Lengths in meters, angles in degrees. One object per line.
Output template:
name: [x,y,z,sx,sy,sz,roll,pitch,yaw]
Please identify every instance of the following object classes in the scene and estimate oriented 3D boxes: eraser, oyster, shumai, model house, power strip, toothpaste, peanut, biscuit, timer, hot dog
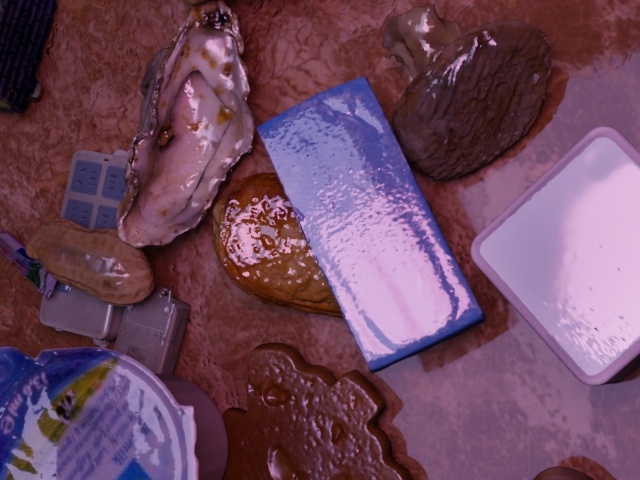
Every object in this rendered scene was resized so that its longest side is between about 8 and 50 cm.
eraser: [0.053,-0.021,1.183,0.144,0.042,0.312,-25,79,2]
oyster: [-0.171,-0.157,1.348,0.166,0.110,0.342,3,85,-15]
shumai: [0.157,-0.186,1.227,0.210,0.161,0.153,-61,43,29]
model house: [-0.481,-0.290,1.482,0.211,0.170,0.194,19,72,-20]
power strip: [-0.300,0.007,1.423,0.117,0.046,0.271,11,89,22]
toothpaste: [-0.408,0.025,1.452,0.170,0.028,0.045,32,101,38]
power strip: [-0.237,0.190,1.373,0.078,0.052,0.272,14,90,22]
peanut: [-0.292,0.022,1.347,0.194,0.083,0.093,24,88,23]
biscuit: [-0.040,0.278,1.288,0.301,0.043,0.278,-45,70,14]
timer: [0.300,0.023,1.104,0.192,0.195,0.194,-44,70,11]
hot dog: [0.002,0.001,1.266,0.258,0.114,0.175,8,85,8]

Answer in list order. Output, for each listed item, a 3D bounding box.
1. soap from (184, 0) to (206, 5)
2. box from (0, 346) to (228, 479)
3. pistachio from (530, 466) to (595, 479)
soap: [-0.114,-0.523,1.285,0.306,0.115,0.428,-14,96,22]
box: [-0.244,0.239,1.235,0.291,0.206,0.262,38,96,17]
pistachio: [0.265,0.357,1.112,0.153,0.138,0.238,-5,81,-14]
